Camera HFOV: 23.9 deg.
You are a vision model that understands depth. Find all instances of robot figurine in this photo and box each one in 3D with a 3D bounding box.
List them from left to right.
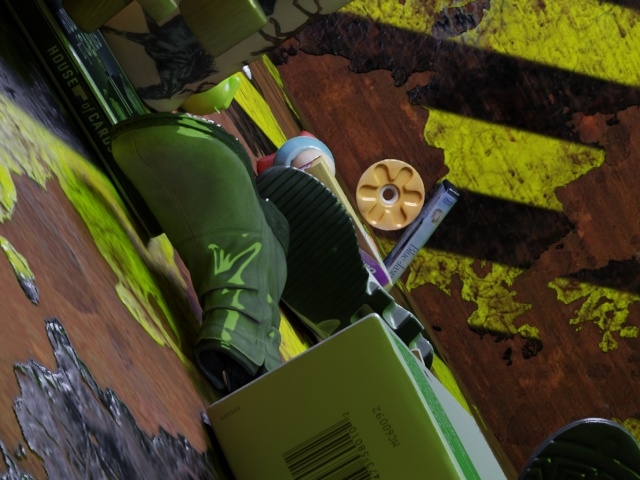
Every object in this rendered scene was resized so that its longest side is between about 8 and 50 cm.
[{"bbox_3d":[-0.145,-0.192,1.781,0.101,0.067,0.115,35,21,-35],"label":"robot figurine"}]

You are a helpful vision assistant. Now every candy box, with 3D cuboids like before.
[{"bbox_3d":[0.000,0.000,1.920,0.187,0.109,0.053,61,6,-11],"label":"candy box"}]

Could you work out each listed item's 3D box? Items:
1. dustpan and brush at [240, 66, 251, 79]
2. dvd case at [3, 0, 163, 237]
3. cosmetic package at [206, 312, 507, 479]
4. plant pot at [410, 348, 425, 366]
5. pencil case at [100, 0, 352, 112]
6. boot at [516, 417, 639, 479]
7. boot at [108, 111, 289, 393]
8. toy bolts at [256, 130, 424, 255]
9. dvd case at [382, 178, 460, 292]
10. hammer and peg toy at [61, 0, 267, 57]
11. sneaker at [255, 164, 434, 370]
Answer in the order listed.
[{"bbox_3d":[-0.169,-0.309,2.168,0.211,0.060,0.147,62,6,11],"label":"dustpan and brush"},{"bbox_3d":[-0.187,-0.126,1.284,0.239,0.029,0.179,60,6,-12],"label":"dvd case"},{"bbox_3d":[0.065,0.217,1.208,0.197,0.155,0.365,62,7,23],"label":"cosmetic package"},{"bbox_3d":[0.079,0.200,1.710,0.109,0.109,0.096,-104,177,-70],"label":"plant pot"},{"bbox_3d":[-0.048,-0.288,1.540,0.160,0.410,0.183,51,22,-27],"label":"pencil case"},{"bbox_3d":[0.236,0.326,1.629,0.131,0.348,0.260,22,10,2],"label":"boot"},{"bbox_3d":[-0.081,0.019,1.172,0.246,0.083,0.161,49,33,-53],"label":"boot"},{"bbox_3d":[0.037,-0.057,2.073,0.228,0.218,0.158,52,-6,-14],"label":"toy bolts"},{"bbox_3d":[0.110,0.025,2.126,0.022,0.253,0.180,36,7,-1],"label":"dvd case"},{"bbox_3d":[-0.205,-0.290,1.229,0.361,0.127,0.266,46,8,-49],"label":"hammer and peg toy"},{"bbox_3d":[-0.003,0.041,1.782,0.330,0.122,0.146,57,-11,-28],"label":"sneaker"}]
